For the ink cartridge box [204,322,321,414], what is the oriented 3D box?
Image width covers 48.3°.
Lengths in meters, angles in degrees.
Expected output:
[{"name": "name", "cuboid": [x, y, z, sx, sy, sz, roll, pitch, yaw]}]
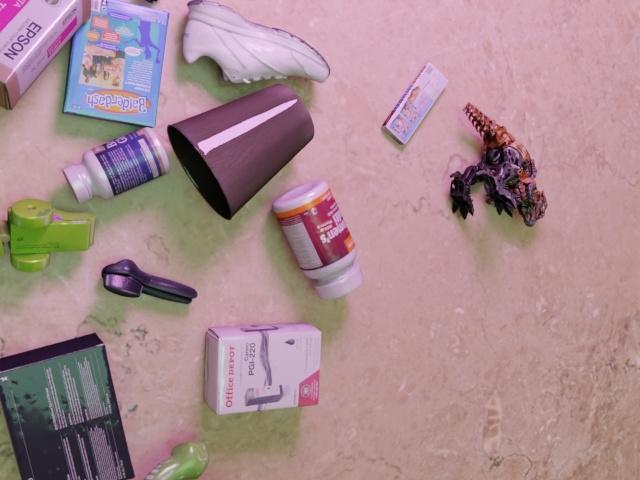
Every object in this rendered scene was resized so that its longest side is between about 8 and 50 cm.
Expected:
[{"name": "ink cartridge box", "cuboid": [-0.115, 0.252, 1.425, 0.218, 0.092, 0.158, 0, 96, -23]}]

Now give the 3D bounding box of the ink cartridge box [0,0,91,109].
[{"name": "ink cartridge box", "cuboid": [-0.506, -0.354, 1.123, 0.193, 0.088, 0.234, 30, 64, -6]}]

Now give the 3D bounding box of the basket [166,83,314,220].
[{"name": "basket", "cuboid": [-0.137, -0.185, 1.338, 0.227, 0.154, 0.204, -38, 108, -20]}]

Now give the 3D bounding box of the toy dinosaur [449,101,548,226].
[{"name": "toy dinosaur", "cuboid": [0.397, -0.157, 1.608, 0.322, 0.164, 0.218, 45, 61, -3]}]

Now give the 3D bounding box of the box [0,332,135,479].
[{"name": "box", "cuboid": [-0.456, 0.319, 1.272, 0.184, 0.103, 0.261, -14, 102, -26]}]

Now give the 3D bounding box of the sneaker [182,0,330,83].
[{"name": "sneaker", "cuboid": [-0.124, -0.353, 1.361, 0.297, 0.111, 0.129, 16, 102, -19]}]

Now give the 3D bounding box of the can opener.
[{"name": "can opener", "cuboid": [-0.320, 0.085, 1.336, 0.186, 0.059, 0.073, 20, 60, -34]}]

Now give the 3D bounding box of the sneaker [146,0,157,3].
[{"name": "sneaker", "cuboid": [-0.287, -0.542, 1.273, 0.086, 0.085, 0.237, 16, 93, 1]}]

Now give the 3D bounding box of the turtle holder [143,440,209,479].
[{"name": "turtle holder", "cuboid": [-0.246, 0.569, 1.348, 0.228, 0.243, 0.320, -13, 61, -38]}]

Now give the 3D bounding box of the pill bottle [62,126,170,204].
[{"name": "pill bottle", "cuboid": [-0.363, -0.129, 1.268, 0.169, 0.094, 0.094, -27, 106, -20]}]

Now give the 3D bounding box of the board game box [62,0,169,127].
[{"name": "board game box", "cuboid": [-0.364, -0.317, 1.272, 0.160, 0.047, 0.210, 7, 92, -25]}]

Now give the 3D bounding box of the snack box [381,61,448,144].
[{"name": "snack box", "cuboid": [0.206, -0.296, 1.546, 0.064, 0.022, 0.178, 39, 79, -24]}]

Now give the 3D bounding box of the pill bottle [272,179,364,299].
[{"name": "pill bottle", "cuboid": [0.000, 0.000, 1.432, 0.121, 0.121, 0.221, -31, 107, -18]}]

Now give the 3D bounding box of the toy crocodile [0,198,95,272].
[{"name": "toy crocodile", "cuboid": [-0.553, -0.012, 1.197, 0.341, 0.105, 0.115, -7, 127, -24]}]
